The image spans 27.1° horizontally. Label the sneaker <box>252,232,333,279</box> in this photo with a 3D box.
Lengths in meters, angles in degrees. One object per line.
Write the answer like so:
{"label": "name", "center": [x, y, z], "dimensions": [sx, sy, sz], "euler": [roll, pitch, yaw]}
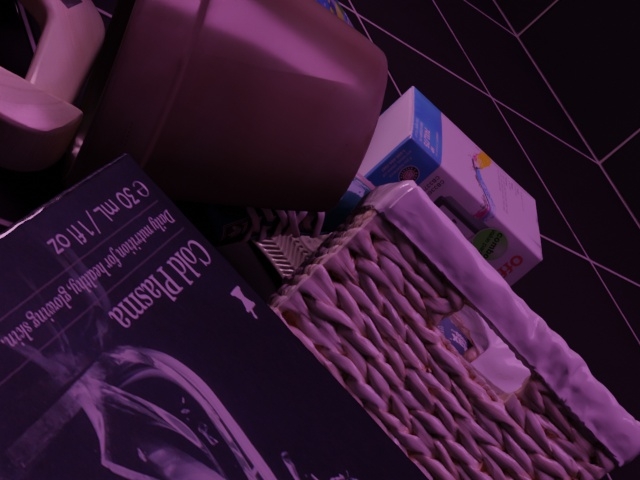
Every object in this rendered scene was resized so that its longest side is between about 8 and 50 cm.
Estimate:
{"label": "sneaker", "center": [0.000, 0.000, 1.717], "dimensions": [0.148, 0.131, 0.350], "euler": [23, 37, -60]}

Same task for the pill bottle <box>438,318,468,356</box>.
{"label": "pill bottle", "center": [0.140, 0.171, 1.694], "dimensions": [0.108, 0.108, 0.180], "euler": [39, 25, -22]}

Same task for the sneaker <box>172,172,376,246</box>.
{"label": "sneaker", "center": [-0.082, -0.039, 1.556], "dimensions": [0.302, 0.108, 0.121], "euler": [11, 50, -6]}

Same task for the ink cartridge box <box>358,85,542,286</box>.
{"label": "ink cartridge box", "center": [0.160, -0.042, 1.949], "dimensions": [0.270, 0.198, 0.197], "euler": [41, 23, -16]}

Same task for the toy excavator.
{"label": "toy excavator", "center": [-0.322, -0.334, 1.484], "dimensions": [0.445, 0.222, 0.433], "euler": [46, 48, 6]}

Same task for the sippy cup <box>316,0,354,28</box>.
{"label": "sippy cup", "center": [-0.058, -0.308, 1.982], "dimensions": [0.224, 0.240, 0.305], "euler": [41, 60, -42]}

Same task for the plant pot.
{"label": "plant pot", "center": [-0.092, -0.162, 1.410], "dimensions": [0.280, 0.323, 0.323], "euler": [19, 31, -13]}

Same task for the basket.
{"label": "basket", "center": [0.084, 0.145, 1.301], "dimensions": [0.328, 0.266, 0.331], "euler": [47, -4, -2]}

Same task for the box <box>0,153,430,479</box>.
{"label": "box", "center": [-0.141, 0.256, 0.839], "dimensions": [0.472, 0.297, 0.480], "euler": [48, 23, -5]}
